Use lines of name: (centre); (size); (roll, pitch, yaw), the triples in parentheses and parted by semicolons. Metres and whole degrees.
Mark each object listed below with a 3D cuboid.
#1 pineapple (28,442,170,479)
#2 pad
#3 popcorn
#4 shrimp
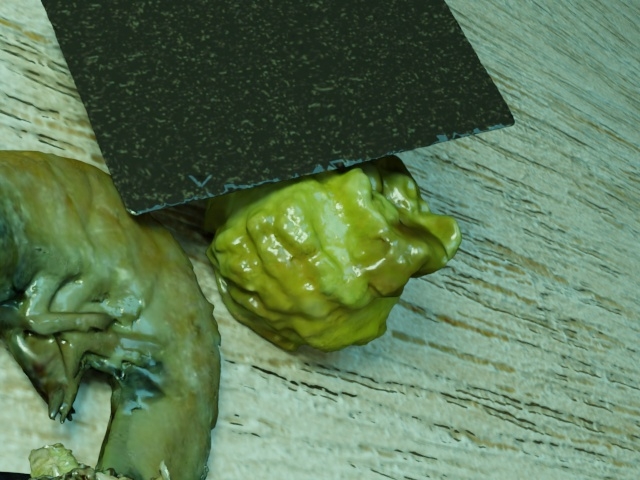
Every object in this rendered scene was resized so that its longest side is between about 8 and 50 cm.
pineapple: (-0.119, 0.168, 0.590); (0.176, 0.161, 0.137); (-16, 67, -32)
pad: (-0.030, -0.143, 0.892); (0.330, 0.004, 0.220); (-14, 65, -24)
popcorn: (0.002, -0.005, 0.910); (0.197, 0.156, 0.198); (21, 41, -19)
shrimp: (-0.208, 0.072, 0.658); (0.445, 0.085, 0.272); (-5, 67, -57)
